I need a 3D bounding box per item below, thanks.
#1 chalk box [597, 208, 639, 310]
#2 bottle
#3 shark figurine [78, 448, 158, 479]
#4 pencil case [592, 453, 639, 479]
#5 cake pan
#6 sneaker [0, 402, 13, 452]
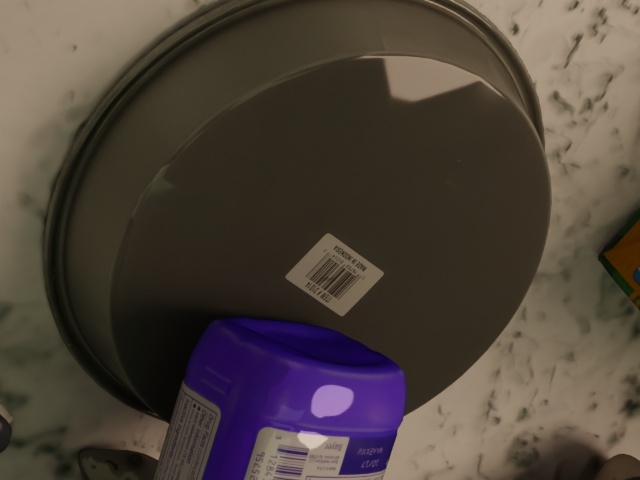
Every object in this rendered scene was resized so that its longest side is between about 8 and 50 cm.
[{"bbox_3d":[0.346,0.050,1.134,0.289,0.180,0.179,32,105,-37],"label":"chalk box"},{"bbox_3d":[-0.045,0.183,0.976,0.118,0.092,0.283,7,104,-44],"label":"bottle"},{"bbox_3d":[-0.056,0.241,1.130,0.166,0.116,0.278,7,116,9],"label":"shark figurine"},{"bbox_3d":[0.101,0.308,1.159,0.410,0.160,0.183,-38,148,-14],"label":"pencil case"},{"bbox_3d":[0.000,0.000,1.011,0.293,0.054,0.293,-13,128,-18],"label":"cake pan"},{"bbox_3d":[-0.212,0.048,0.925,0.153,0.094,0.235,6,99,-52],"label":"sneaker"}]
